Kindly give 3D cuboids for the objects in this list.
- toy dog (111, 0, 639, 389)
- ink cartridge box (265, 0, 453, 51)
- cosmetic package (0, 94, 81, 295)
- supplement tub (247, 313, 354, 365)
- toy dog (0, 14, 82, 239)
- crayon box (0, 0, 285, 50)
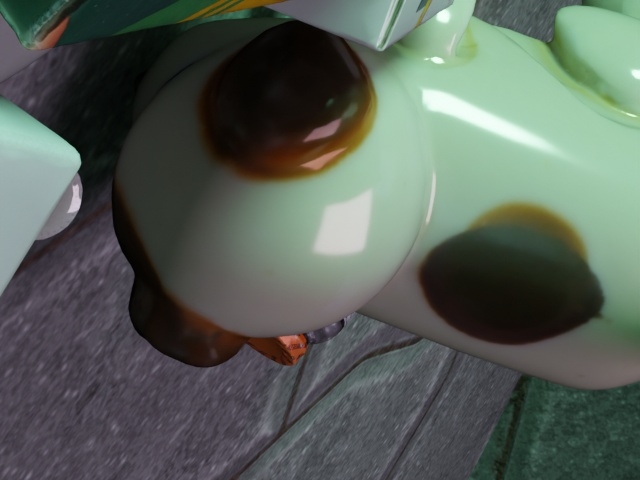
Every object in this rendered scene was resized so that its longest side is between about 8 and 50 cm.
[{"bbox_3d":[0.054,-0.024,1.158,0.408,0.395,0.284,5,139,-33],"label":"toy dog"},{"bbox_3d":[0.000,-0.182,0.959,0.212,0.154,0.093,-46,157,-72],"label":"ink cartridge box"},{"bbox_3d":[-0.281,-0.032,0.442,0.161,0.230,0.453,-59,162,9],"label":"cosmetic package"},{"bbox_3d":[0.000,0.000,1.427,0.190,0.117,0.117,-50,162,-17],"label":"supplement tub"},{"bbox_3d":[-0.159,-0.064,0.816,0.220,0.161,0.334,-31,150,-53],"label":"toy dog"},{"bbox_3d":[-0.071,-0.191,0.717,0.081,0.202,0.318,-38,175,25],"label":"crayon box"}]
